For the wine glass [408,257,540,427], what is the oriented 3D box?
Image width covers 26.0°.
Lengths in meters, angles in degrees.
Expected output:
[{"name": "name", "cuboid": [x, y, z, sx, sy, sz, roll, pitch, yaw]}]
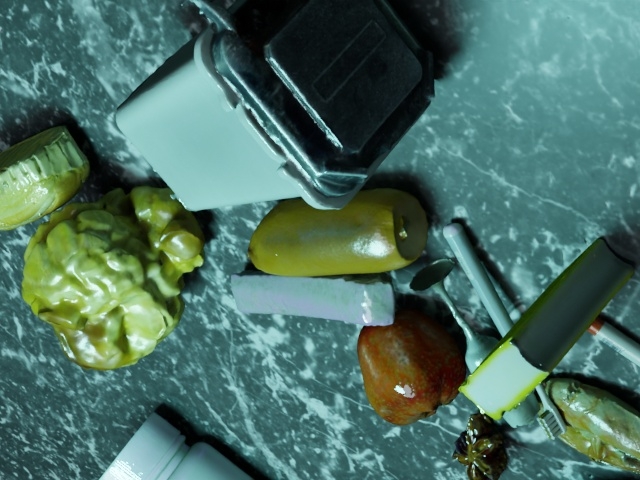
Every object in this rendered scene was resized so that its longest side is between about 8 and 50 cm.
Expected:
[{"name": "wine glass", "cuboid": [0.219, 0.147, 1.888, 0.074, 0.074, 0.262, -17, 113, 47]}]

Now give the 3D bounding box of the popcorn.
[{"name": "popcorn", "cuboid": [-0.316, 0.043, 2.117, 0.265, 0.225, 0.332, 28, 122, -30]}]

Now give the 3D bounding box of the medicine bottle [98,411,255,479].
[{"name": "medicine bottle", "cuboid": [-0.210, 0.496, 2.511, 0.378, 0.213, 0.213, 39, 143, -1]}]

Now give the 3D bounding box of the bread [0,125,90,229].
[{"name": "bread", "cuboid": [-0.452, -0.089, 2.144, 0.236, 0.140, 0.106, -16, 115, 48]}]

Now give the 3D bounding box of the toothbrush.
[{"name": "toothbrush", "cuboid": [0.248, 0.123, 1.854, 0.025, 0.030, 0.342, 0, 121, 59]}]

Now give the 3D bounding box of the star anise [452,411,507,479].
[{"name": "star anise", "cuboid": [0.243, 0.335, 2.096, 0.097, 0.070, 0.191, 53, 152, 25]}]

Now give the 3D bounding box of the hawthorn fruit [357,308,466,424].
[{"name": "hawthorn fruit", "cuboid": [0.111, 0.153, 1.955, 0.203, 0.162, 0.162, 60, 146, 15]}]

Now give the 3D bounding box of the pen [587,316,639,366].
[{"name": "pen", "cuboid": [0.437, 0.165, 1.786, 0.218, 0.026, 0.026, 34, 143, 4]}]

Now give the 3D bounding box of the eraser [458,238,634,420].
[{"name": "eraser", "cuboid": [0.277, 0.110, 1.697, 0.069, 0.226, 0.158, 42, 144, 8]}]

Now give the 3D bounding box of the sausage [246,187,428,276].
[{"name": "sausage", "cuboid": [0.000, -0.006, 1.895, 0.328, 0.112, 0.112, -6, 126, 42]}]

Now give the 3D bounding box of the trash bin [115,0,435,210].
[{"name": "trash bin", "cuboid": [-0.083, -0.190, 1.669, 0.296, 0.256, 0.367, 49, 150, -18]}]

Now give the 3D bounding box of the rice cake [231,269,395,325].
[{"name": "rice cake", "cuboid": [-0.019, 0.075, 1.975, 0.365, 0.056, 0.073, 2, 104, 52]}]

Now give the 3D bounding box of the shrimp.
[{"name": "shrimp", "cuboid": [0.416, 0.277, 1.883, 0.294, 0.062, 0.154, 28, 150, 32]}]
